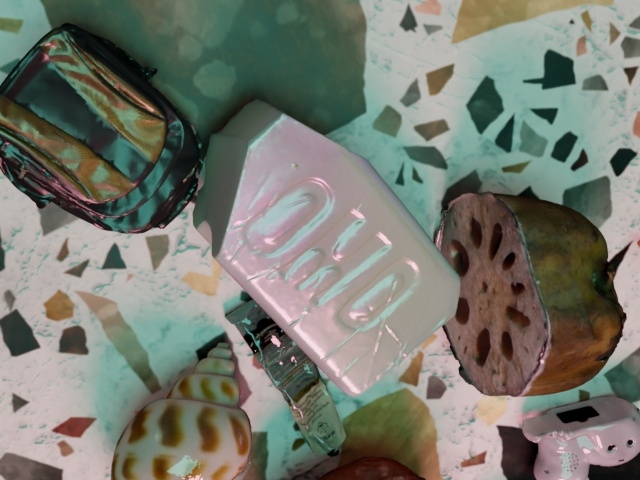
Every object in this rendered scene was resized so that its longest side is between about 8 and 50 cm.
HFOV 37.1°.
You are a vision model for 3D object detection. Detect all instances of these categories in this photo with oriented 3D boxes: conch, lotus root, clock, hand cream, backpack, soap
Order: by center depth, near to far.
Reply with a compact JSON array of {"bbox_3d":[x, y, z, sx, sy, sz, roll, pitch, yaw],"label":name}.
[{"bbox_3d":[-0.248,-0.113,1.090,0.258,0.133,0.206,40,87,-24],"label":"backpack"},{"bbox_3d":[0.000,0.000,1.143,0.208,0.115,0.347,-41,117,0],"label":"soap"},{"bbox_3d":[0.272,0.062,1.181,0.192,0.272,0.272,-4,107,-15],"label":"lotus root"},{"bbox_3d":[-0.170,0.267,1.202,0.149,0.183,0.275,39,86,19],"label":"conch"},{"bbox_3d":[-0.036,0.182,1.259,0.075,0.052,0.247,-35,104,-26],"label":"hand cream"},{"bbox_3d":[0.377,0.294,1.344,0.176,0.080,0.117,-13,108,-6],"label":"clock"}]

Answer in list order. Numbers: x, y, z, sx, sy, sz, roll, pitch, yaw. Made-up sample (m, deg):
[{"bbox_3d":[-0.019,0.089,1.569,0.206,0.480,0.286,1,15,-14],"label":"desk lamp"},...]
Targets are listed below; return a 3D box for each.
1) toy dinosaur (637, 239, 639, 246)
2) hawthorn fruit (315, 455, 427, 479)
[{"bbox_3d":[0.477,0.022,1.293,0.101,0.055,0.279,5,104,-35],"label":"toy dinosaur"},{"bbox_3d":[0.052,0.412,1.242,0.258,0.258,0.261,38,69,-18],"label":"hawthorn fruit"}]
